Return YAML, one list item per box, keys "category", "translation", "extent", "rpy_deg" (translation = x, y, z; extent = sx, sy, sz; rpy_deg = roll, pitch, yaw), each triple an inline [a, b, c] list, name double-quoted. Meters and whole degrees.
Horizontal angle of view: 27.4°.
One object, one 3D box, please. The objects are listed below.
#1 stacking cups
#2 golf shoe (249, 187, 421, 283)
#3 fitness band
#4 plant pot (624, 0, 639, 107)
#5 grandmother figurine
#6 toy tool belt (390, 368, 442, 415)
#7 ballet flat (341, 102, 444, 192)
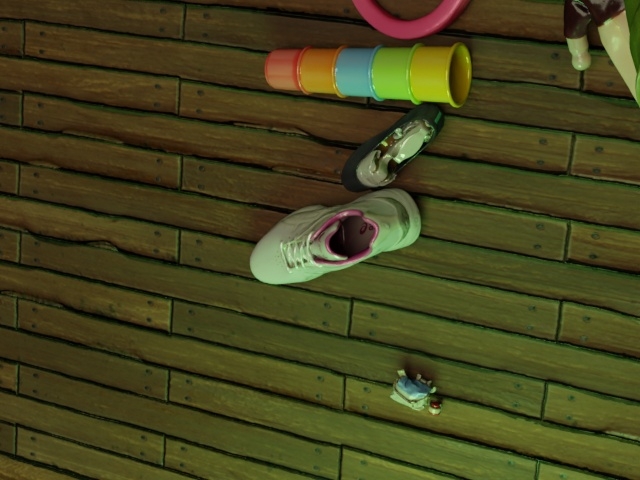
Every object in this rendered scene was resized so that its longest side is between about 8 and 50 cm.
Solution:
- category: "stacking cups"
  translation: [0.063, -0.258, 1.961]
  extent: [0.316, 0.096, 0.096]
  rpy_deg: [8, 104, 26]
- category: "golf shoe"
  translation: [0.000, 0.000, 2.020]
  extent: [0.306, 0.140, 0.115]
  rpy_deg: [-21, 92, 30]
- category: "fitness band"
  translation: [0.149, -0.433, 1.905]
  extent: [0.209, 0.054, 0.291]
  rpy_deg: [38, 116, 15]
- category: "plant pot"
  translation: [0.507, -0.365, 1.556]
  extent: [0.366, 0.366, 0.353]
  rpy_deg: [-29, 56, 29]
- category: "grandmother figurine"
  translation: [0.413, -0.313, 1.771]
  extent: [0.208, 0.104, 0.342]
  rpy_deg: [-35, 86, 19]
- category: "toy tool belt"
  translation: [0.152, 0.235, 2.038]
  extent: [0.083, 0.052, 0.051]
  rpy_deg: [21, 117, 21]
- category: "ballet flat"
  translation: [0.104, -0.129, 1.972]
  extent: [0.203, 0.074, 0.074]
  rpy_deg: [-39, 82, 26]
